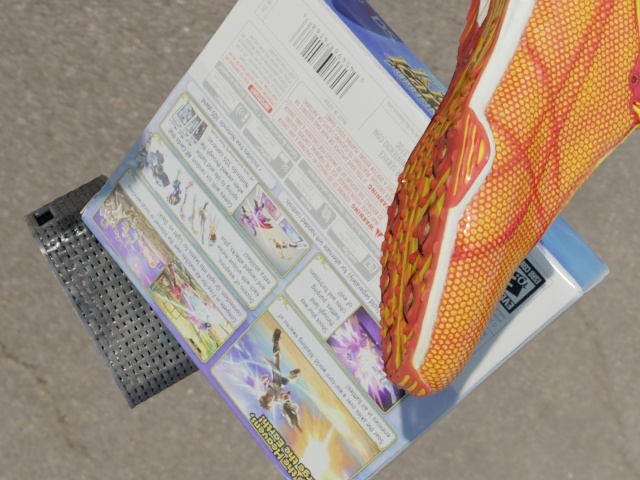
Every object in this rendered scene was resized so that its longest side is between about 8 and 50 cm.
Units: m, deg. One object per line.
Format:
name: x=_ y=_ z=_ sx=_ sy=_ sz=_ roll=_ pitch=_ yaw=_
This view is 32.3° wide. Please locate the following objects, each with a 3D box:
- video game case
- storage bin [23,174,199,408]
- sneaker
video game case: x=0.000 y=0.000 z=0.700 sx=0.244 sy=0.269 sz=0.061 roll=-47 pitch=166 yaw=30
storage bin: x=-0.181 y=0.043 z=0.985 sx=0.084 sy=0.122 sz=0.180 roll=-30 pitch=110 yaw=-12
sneaker: x=0.066 y=-0.032 z=0.333 sx=0.067 sy=0.064 sz=0.175 roll=25 pitch=80 yaw=-10
